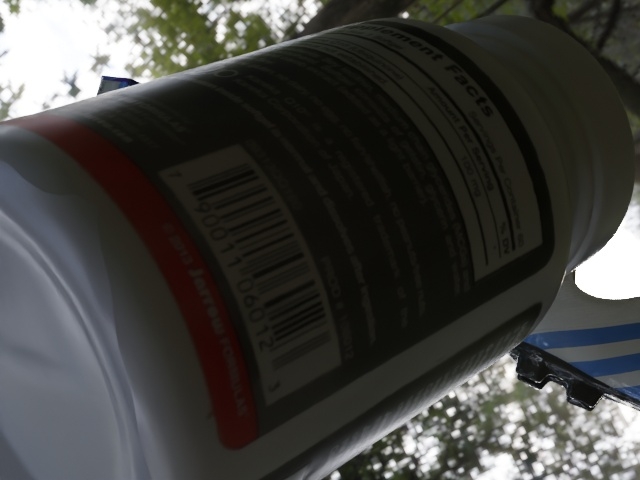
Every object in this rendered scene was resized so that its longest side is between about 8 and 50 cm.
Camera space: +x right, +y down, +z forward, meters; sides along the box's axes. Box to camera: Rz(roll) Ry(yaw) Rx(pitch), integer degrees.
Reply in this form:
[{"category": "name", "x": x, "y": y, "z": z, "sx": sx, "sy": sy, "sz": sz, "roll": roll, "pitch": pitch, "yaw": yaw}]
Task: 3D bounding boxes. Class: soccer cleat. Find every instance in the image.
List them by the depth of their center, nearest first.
[{"category": "soccer cleat", "x": 0.316, "y": 0.104, "z": 0.839, "sx": 0.331, "sy": 0.143, "sz": 0.116, "roll": 24, "pitch": 174, "yaw": 13}]

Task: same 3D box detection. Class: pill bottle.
[{"category": "pill bottle", "x": 0.000, "y": 0.000, "z": 0.547, "sx": 0.363, "sy": 0.210, "sz": 0.210, "roll": -24, "pitch": -99, "yaw": -40}]

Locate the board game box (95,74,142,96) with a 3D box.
[{"category": "board game box", "x": -0.185, "y": 0.008, "z": 1.209, "sx": 0.233, "sy": 0.078, "sz": 0.347, "roll": 16, "pitch": -89, "yaw": -36}]
